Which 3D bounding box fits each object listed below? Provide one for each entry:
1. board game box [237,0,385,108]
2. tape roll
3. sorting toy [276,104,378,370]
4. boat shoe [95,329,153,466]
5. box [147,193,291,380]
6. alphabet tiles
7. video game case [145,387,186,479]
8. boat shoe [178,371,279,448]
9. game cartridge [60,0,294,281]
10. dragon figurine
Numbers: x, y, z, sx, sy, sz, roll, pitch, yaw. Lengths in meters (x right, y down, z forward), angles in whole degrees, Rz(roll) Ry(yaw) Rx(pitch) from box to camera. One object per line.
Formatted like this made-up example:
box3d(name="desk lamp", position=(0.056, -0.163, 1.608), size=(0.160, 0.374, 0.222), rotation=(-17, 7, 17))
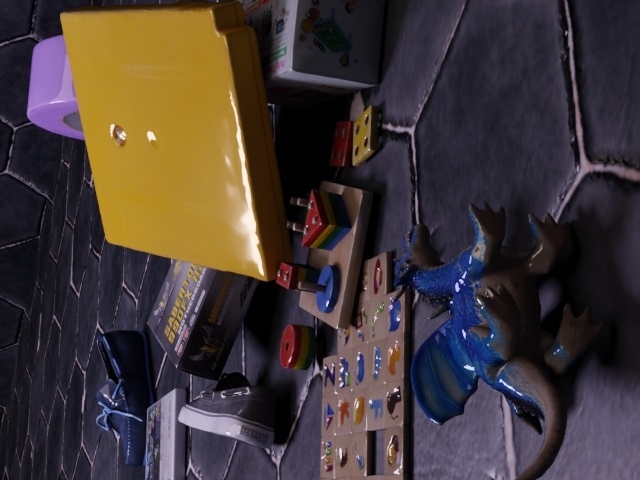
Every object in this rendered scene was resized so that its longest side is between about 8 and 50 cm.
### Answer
box3d(name="board game box", position=(-0.010, -0.301, 1.249), size=(0.224, 0.097, 0.303), rotation=(-179, 96, -70))
box3d(name="tape roll", position=(-0.241, -0.191, 1.592), size=(0.275, 0.275, 0.090), rotation=(162, 113, -69))
box3d(name="sorting toy", position=(0.000, 0.000, 1.185), size=(0.132, 0.046, 0.274), rotation=(-157, 77, -71))
box3d(name="boat shoe", position=(-0.324, 0.258, 1.967), size=(0.258, 0.089, 0.109), rotation=(-108, 30, -48))
box3d(name="box", position=(-0.124, 0.029, 1.450), size=(0.231, 0.056, 0.183), rotation=(-66, 23, 5))
box3d(name="alphabet tiles", position=(0.039, 0.136, 1.114), size=(0.198, 0.009, 0.237), rotation=(150, 124, -67))
box3d(name="video game case", position=(-0.228, 0.325, 1.782), size=(0.173, 0.022, 0.190), rotation=(141, 131, -63))
box3d(name="boat shoe", position=(-0.103, 0.189, 1.401), size=(0.228, 0.080, 0.076), rotation=(166, 124, -71))
box3d(name="game cartridge", position=(-0.160, -0.115, 1.325), size=(0.323, 0.052, 0.285), rotation=(11, 116, 47))
box3d(name="dragon figurine", position=(0.114, 0.075, 0.803), size=(0.289, 0.085, 0.144), rotation=(-98, 22, -45))
